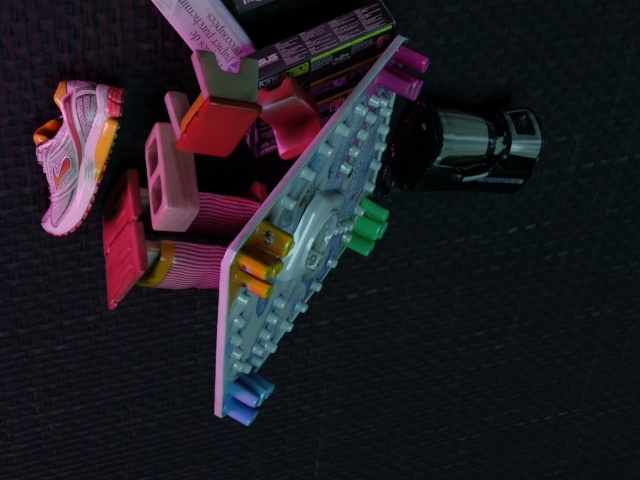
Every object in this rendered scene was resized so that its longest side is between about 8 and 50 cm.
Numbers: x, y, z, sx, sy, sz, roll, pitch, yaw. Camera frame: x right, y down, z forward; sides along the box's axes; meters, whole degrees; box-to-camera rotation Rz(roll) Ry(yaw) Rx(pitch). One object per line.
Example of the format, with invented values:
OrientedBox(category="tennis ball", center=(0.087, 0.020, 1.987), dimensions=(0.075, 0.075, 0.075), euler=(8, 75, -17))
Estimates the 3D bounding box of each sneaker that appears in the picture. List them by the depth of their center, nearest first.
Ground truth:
OrientedBox(category="sneaker", center=(-0.306, -0.104, 1.369), dimensions=(0.092, 0.088, 0.225), euler=(18, 123, -13))

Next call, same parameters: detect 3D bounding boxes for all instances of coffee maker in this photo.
OrientedBox(category="coffee maker", center=(0.196, -0.124, 1.570), dimensions=(0.178, 0.120, 0.171), euler=(1, 169, -26))

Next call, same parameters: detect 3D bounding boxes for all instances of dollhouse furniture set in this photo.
OrientedBox(category="dollhouse furniture set", center=(-0.115, -0.051, 1.353), dimensions=(0.201, 0.152, 0.374), euler=(4, 152, -28))

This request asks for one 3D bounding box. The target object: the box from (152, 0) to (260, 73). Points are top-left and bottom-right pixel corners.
OrientedBox(category="box", center=(-0.169, -0.296, 1.253), dimensions=(0.063, 0.067, 0.324), euler=(-34, 135, 6))

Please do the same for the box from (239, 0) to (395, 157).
OrientedBox(category="box", center=(-0.006, -0.195, 1.384), dimensions=(0.190, 0.045, 0.184), euler=(-25, 156, -13))

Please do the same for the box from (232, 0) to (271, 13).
OrientedBox(category="box", center=(-0.038, -0.365, 1.209), dimensions=(0.183, 0.056, 0.231), euler=(-22, 152, 0))

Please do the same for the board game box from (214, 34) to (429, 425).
OrientedBox(category="board game box", center=(0.000, 0.000, 1.384), dimensions=(0.390, 0.050, 0.390), euler=(-53, 165, -31))
